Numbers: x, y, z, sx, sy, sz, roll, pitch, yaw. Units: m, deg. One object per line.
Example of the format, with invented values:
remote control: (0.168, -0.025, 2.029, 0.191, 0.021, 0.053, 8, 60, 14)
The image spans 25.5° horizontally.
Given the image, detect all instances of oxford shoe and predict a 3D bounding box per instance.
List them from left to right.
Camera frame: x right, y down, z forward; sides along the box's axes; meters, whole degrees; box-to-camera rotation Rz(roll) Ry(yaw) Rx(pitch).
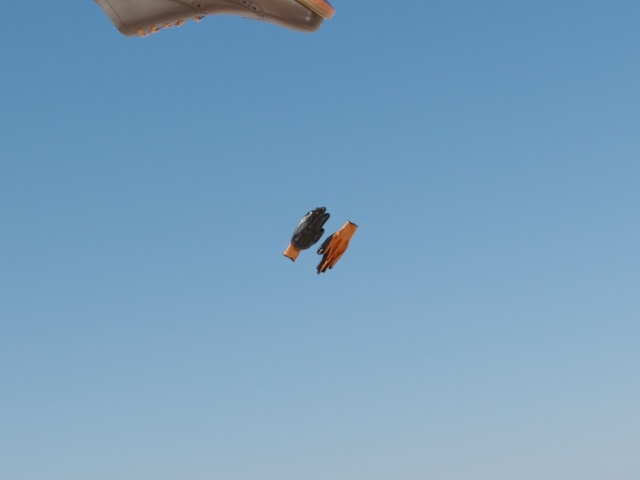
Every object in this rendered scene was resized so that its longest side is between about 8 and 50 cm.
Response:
oxford shoe: (-0.165, -0.284, 1.603, 0.364, 0.132, 0.130, 18, 7, 3)

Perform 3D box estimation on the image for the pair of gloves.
pair of gloves: (0.000, 0.000, 1.636, 0.083, 0.074, 0.010, 28, 8, -42)
